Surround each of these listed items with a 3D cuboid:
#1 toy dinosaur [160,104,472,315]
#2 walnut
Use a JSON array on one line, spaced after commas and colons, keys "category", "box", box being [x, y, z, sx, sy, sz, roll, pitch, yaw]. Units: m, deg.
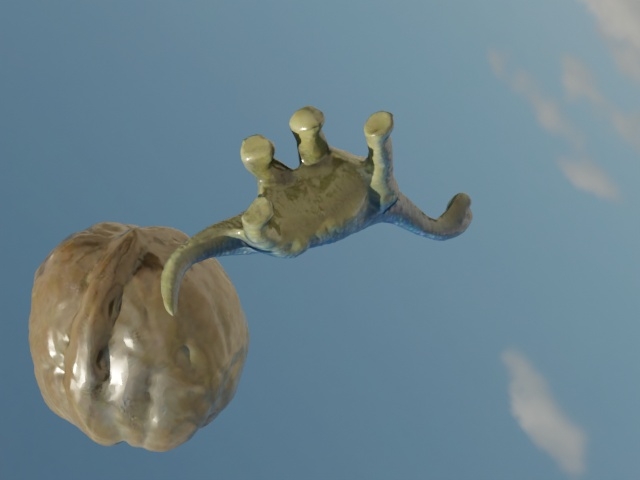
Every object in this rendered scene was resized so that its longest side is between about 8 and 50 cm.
[{"category": "toy dinosaur", "box": [0.000, 0.000, 1.178, 0.075, 0.247, 0.188, 38, 162, 38]}, {"category": "walnut", "box": [-0.172, 0.086, 1.580, 0.224, 0.224, 0.224, 41, -157, -21]}]
